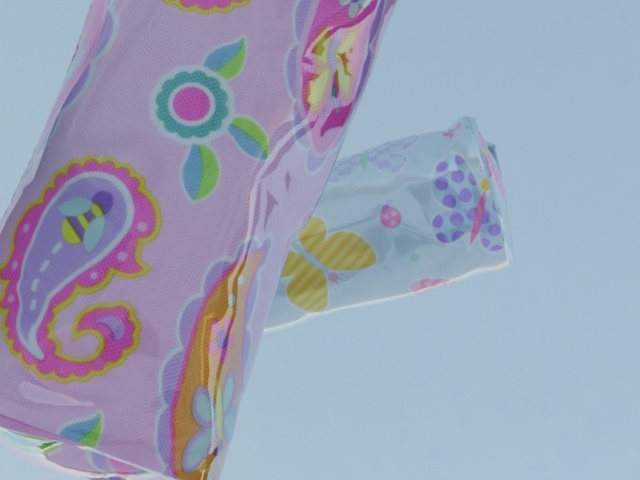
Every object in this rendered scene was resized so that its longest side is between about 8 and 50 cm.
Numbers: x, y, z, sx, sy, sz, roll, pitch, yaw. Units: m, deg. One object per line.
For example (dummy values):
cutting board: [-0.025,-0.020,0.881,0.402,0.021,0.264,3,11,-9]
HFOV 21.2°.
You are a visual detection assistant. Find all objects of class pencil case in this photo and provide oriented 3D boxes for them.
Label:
pencil case: [0.000,0.000,1.199,0.273,0.124,0.113,-16,-76,6]
pencil case: [-0.049,-0.047,0.640,0.124,0.284,0.124,19,-12,4]
